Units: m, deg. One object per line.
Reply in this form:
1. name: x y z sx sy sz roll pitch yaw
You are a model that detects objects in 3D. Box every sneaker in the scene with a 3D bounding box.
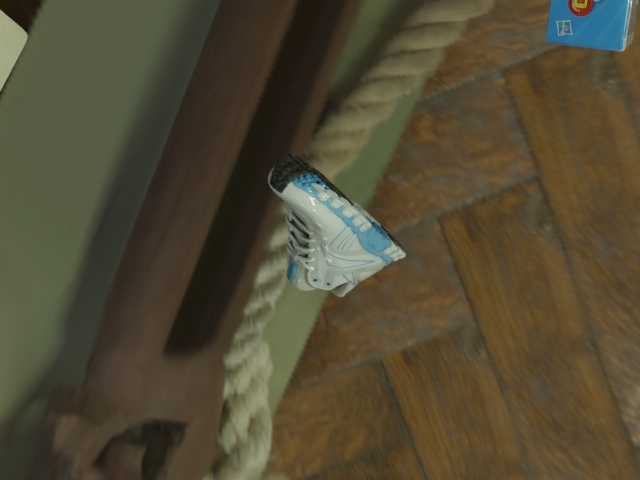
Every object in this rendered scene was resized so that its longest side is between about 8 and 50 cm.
1. sneaker: 0.000 0.000 1.238 0.083 0.190 0.071 -45 57 3

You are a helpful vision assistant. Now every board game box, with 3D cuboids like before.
1. board game box: 0.327 -0.372 1.794 0.086 0.308 0.302 8 100 11

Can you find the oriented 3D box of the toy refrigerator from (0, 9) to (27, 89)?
1. toy refrigerator: -0.338 -0.075 1.211 0.102 0.094 0.270 40 58 -34
